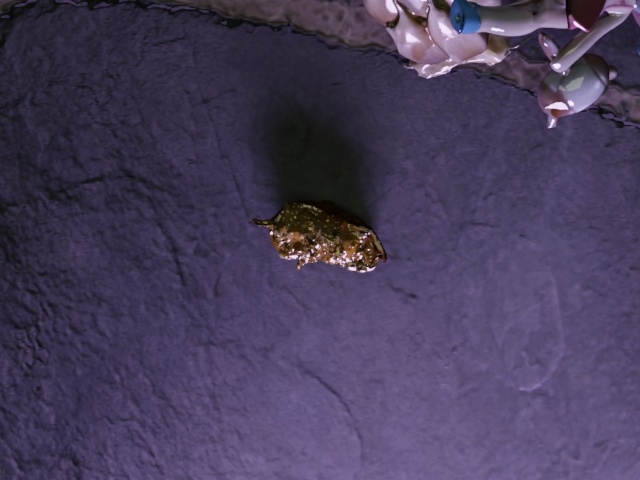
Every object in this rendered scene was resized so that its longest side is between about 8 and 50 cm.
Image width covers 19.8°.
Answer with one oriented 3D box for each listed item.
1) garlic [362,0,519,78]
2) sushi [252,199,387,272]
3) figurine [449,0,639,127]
[{"bbox_3d":[0.080,-0.216,1.497,0.131,0.194,0.127,2,80,33],"label":"garlic"},{"bbox_3d":[0.001,-0.004,1.580,0.118,0.060,0.061,2,99,8],"label":"sushi"},{"bbox_3d":[0.228,-0.175,1.476,0.260,0.103,0.205,-4,116,-23],"label":"figurine"}]
